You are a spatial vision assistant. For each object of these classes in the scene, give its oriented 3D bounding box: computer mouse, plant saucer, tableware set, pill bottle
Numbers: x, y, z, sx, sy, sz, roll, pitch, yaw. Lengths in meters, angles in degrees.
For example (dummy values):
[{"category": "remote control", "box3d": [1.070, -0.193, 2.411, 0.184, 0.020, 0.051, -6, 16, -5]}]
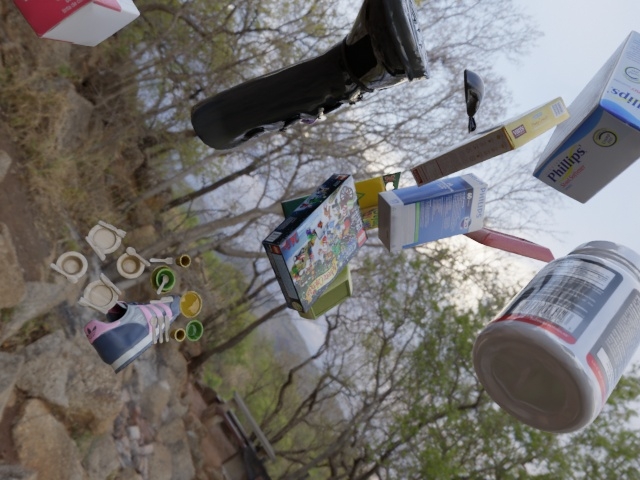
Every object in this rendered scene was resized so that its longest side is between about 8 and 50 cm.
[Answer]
[{"category": "computer mouse", "box3d": [0.497, -0.486, 1.574, 0.262, 0.060, 0.184, 50, 41, -61]}, {"category": "plant saucer", "box3d": [0.018, 0.153, 1.390, 0.045, 0.188, 0.188, 53, -11, 27]}, {"category": "plant saucer", "box3d": [0.627, 0.005, 1.647, 0.259, 0.047, 0.258, 16, 9, -2]}, {"category": "tableware set", "box3d": [-0.439, 0.052, 0.986, 0.141, 0.168, 0.020, 46, -32, -16]}, {"category": "tableware set", "box3d": [-0.246, 0.102, 0.853, 0.024, 0.104, 0.154, -6, -95, 40]}, {"category": "pill bottle", "box3d": [0.456, 0.153, 0.885, 0.210, 0.363, 0.210, 31, -43, 34]}]

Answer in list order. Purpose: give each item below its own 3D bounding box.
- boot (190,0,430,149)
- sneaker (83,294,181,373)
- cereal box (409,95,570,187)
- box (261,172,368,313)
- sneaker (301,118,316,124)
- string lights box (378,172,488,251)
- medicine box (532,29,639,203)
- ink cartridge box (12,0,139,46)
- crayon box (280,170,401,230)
[{"category": "boot", "box3d": [-0.040, -0.285, 0.868, 0.367, 0.445, 0.146, -27, 105, -73]}, {"category": "sneaker", "box3d": [-0.421, 0.175, 1.140, 0.131, 0.112, 0.319, 48, 11, -8]}, {"category": "cereal box", "box3d": [0.301, -0.176, 0.898, 0.047, 0.173, 0.240, 63, -28, -4]}, {"category": "box", "box3d": [0.000, 0.000, 0.923, 0.044, 0.233, 0.159, 11, -47, 37]}, {"category": "sneaker", "box3d": [-0.037, -0.358, 1.322, 0.104, 0.095, 0.236, 45, 7, -31]}, {"category": "string lights box", "box3d": [0.276, -0.071, 1.208, 0.077, 0.260, 0.133, -122, -157, -53]}, {"category": "medicine box", "box3d": [0.670, -0.280, 1.143, 0.149, 0.289, 0.263, 32, -26, 8]}, {"category": "ink cartridge box", "box3d": [-0.489, -0.517, 0.857, 0.306, 0.131, 0.226, 60, 10, -17]}, {"category": "crayon box", "box3d": [0.068, -0.077, 1.319, 0.202, 0.319, 0.081, 74, 0, -73]}]
